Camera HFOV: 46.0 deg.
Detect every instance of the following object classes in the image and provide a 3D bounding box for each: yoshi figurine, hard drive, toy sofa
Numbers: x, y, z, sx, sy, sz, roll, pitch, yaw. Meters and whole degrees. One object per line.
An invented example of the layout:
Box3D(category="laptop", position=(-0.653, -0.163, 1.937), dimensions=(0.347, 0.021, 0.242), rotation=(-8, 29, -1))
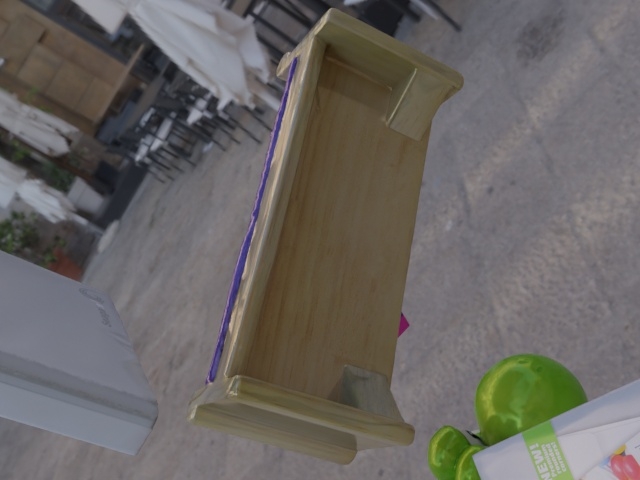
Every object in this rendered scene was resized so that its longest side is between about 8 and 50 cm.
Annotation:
Box3D(category="yoshi figurine", position=(0.254, 0.228, 0.805), dimensions=(0.204, 0.362, 0.203), rotation=(-17, 58, 33))
Box3D(category="hard drive", position=(-0.265, 0.029, 0.479), dimensions=(0.040, 0.308, 0.203), rotation=(-59, 31, 5))
Box3D(category="toy sofa", position=(0.000, 0.000, 0.673), dimensions=(0.177, 0.150, 0.362), rotation=(-32, 42, 59))

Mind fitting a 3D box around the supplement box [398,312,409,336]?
Box3D(category="supplement box", position=(0.020, 0.161, 1.231), dimensions=(0.220, 0.111, 0.114), rotation=(-43, 24, -23))

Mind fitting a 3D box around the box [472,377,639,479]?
Box3D(category="box", position=(0.151, 0.122, 0.286), dimensions=(0.186, 0.038, 0.145), rotation=(-48, 55, 51))
